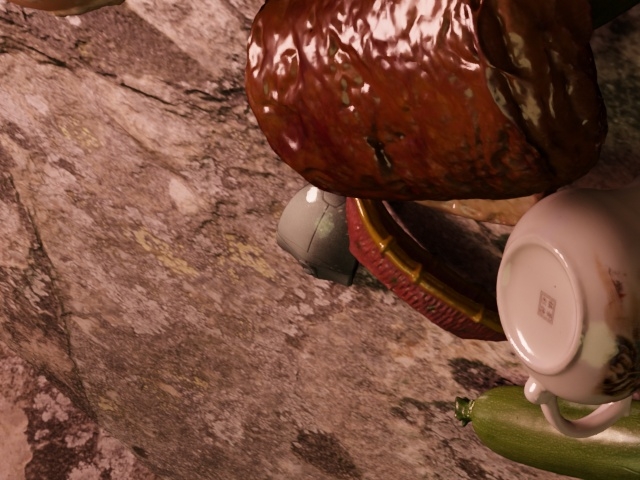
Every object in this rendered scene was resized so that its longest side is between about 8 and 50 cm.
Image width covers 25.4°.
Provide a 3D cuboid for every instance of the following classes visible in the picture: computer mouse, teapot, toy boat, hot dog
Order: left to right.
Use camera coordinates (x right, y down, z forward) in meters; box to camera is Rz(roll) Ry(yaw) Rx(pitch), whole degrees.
[{"bbox_3d":[-0.003,0.003,1.757,0.113,0.068,0.229,32,153,10],"label":"computer mouse"},{"bbox_3d":[0.129,0.032,1.630,0.318,0.099,0.141,41,-166,-11],"label":"toy boat"},{"bbox_3d":[0.095,-0.154,1.197,0.388,0.174,0.266,-3,111,56],"label":"hot dog"},{"bbox_3d":[0.258,0.061,1.355,0.204,0.139,0.298,45,135,46],"label":"teapot"}]

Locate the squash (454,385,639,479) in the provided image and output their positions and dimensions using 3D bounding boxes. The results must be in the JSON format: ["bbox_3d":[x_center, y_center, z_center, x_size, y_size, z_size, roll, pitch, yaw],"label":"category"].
[{"bbox_3d":[0.317,0.237,1.729,0.395,0.107,0.107,5,140,47],"label":"squash"}]

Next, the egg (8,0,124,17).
[{"bbox_3d":[-0.225,-0.337,1.258,0.279,0.279,0.310,40,125,-9],"label":"egg"}]

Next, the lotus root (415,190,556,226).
[{"bbox_3d":[0.160,-0.089,1.418,0.170,0.074,0.260,29,154,6],"label":"lotus root"}]

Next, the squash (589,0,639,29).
[{"bbox_3d":[0.234,-0.216,1.129,0.069,0.069,0.258,39,153,-7],"label":"squash"}]
